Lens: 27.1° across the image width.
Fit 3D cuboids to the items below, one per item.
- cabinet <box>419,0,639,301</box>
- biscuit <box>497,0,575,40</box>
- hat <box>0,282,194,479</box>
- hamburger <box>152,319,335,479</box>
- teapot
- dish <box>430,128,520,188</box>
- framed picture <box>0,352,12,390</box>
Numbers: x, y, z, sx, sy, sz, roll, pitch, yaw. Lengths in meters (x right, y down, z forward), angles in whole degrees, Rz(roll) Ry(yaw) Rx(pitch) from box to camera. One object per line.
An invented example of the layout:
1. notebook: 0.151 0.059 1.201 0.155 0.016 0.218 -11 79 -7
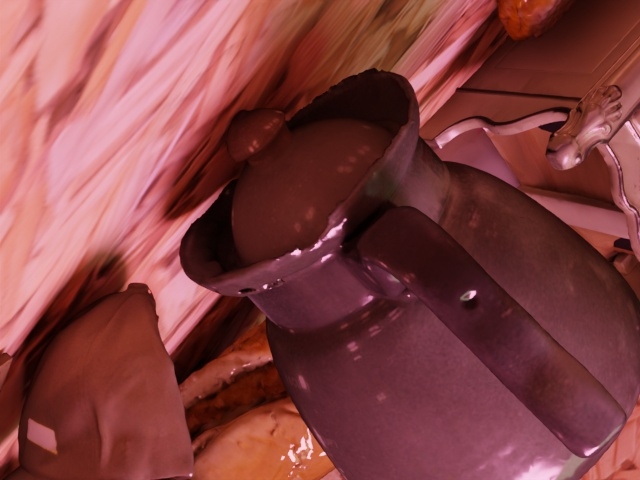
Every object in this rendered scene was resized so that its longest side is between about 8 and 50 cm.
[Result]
1. cabinet: 0.309 -0.097 1.187 0.318 0.290 0.227 -47 -152 -16
2. biscuit: 0.283 -0.323 1.122 0.378 0.054 0.094 -49 170 -5
3. hat: -0.168 0.111 0.779 0.173 0.144 0.166 -13 -175 -16
4. hamburger: -0.030 0.140 1.143 0.283 0.144 0.259 -45 171 24
5. teapot: 0.040 0.042 0.793 0.223 0.285 0.305 -35 -157 21
6. dish: 0.161 -0.056 1.395 0.256 0.117 0.256 -48 169 -12
7. framed picture: -0.253 0.150 0.713 0.201 0.010 0.136 -40 165 -45
